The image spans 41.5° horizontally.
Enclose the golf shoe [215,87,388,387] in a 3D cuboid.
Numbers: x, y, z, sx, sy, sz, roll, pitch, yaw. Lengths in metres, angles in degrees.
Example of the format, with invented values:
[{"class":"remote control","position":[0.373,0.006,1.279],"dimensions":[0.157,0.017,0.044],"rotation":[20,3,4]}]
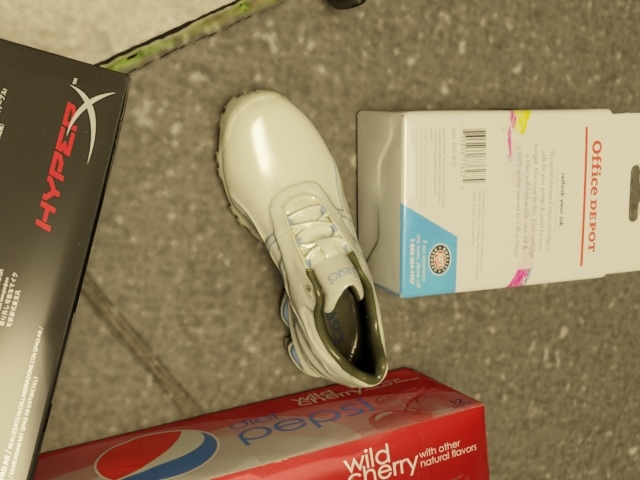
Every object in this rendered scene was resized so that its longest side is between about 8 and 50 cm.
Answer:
[{"class":"golf shoe","position":[0.000,0.000,0.461],"dimensions":[0.069,0.086,0.176],"rotation":[-26,106,-16]}]

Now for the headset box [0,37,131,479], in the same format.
[{"class":"headset box","position":[-0.240,0.013,0.303],"dimensions":[0.293,0.110,0.218],"rotation":[13,78,-15]}]

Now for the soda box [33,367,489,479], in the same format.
[{"class":"soda box","position":[-0.040,0.144,0.462],"dimensions":[0.263,0.092,0.083],"rotation":[-10,100,-21]}]

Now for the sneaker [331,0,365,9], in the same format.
[{"class":"sneaker","position":[-0.056,-0.193,0.408],"dimensions":[0.232,0.081,0.090],"rotation":[17,84,-26]}]

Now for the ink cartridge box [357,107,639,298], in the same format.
[{"class":"ink cartridge box","position":[0.116,-0.028,0.518],"dimensions":[0.181,0.061,0.104],"rotation":[-4,100,-22]}]
